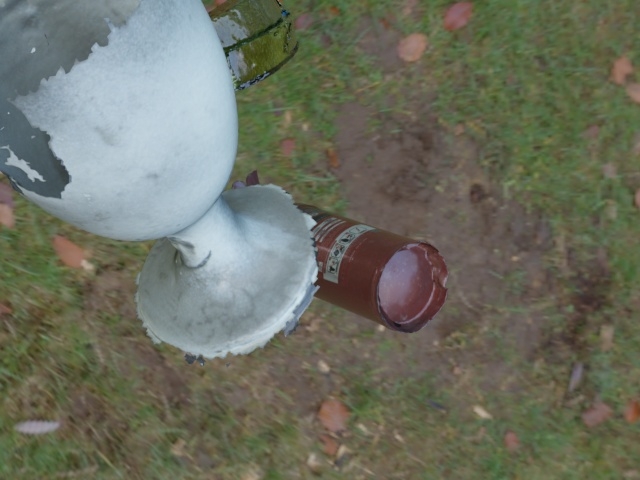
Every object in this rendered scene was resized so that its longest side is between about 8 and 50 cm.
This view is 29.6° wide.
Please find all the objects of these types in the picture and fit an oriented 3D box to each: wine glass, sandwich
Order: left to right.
[{"bbox_3d":[-0.131,-0.069,0.879,0.190,0.190,0.357,-50,141,-13],"label":"wine glass"},{"bbox_3d":[-0.098,-0.221,1.300,0.235,0.159,0.079,-46,123,-53],"label":"sandwich"}]

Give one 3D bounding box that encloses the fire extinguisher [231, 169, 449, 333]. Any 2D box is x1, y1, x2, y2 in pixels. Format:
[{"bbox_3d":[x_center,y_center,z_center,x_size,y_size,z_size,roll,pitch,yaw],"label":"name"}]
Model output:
[{"bbox_3d":[0.000,0.000,1.442,0.106,0.337,0.147,-32,120,-27],"label":"fire extinguisher"}]
